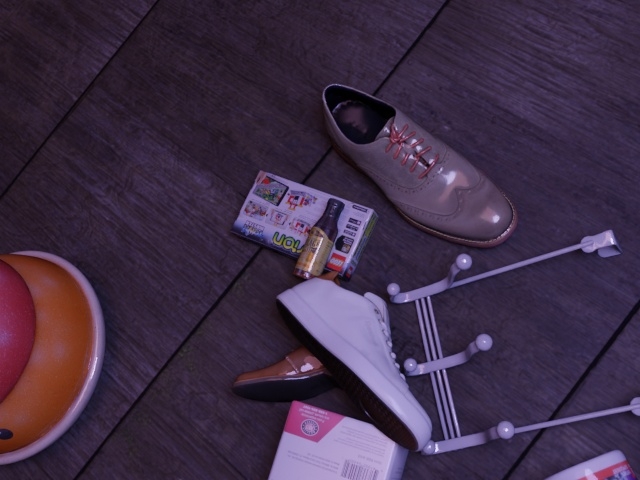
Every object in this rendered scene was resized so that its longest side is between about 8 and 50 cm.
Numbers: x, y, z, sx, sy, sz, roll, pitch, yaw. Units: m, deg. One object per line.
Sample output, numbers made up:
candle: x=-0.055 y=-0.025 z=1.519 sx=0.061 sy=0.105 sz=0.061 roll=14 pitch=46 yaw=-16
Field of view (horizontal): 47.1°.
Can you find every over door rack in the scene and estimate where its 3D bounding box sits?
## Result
over door rack: x=0.259 y=0.129 z=0.950 sx=0.324 sy=0.108 sz=0.240 roll=-15 pitch=69 yaw=13

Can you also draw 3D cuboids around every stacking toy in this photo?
stacking toy: x=-0.569 y=0.125 z=1.026 sx=0.350 sy=0.480 sz=0.351 roll=-6 pitch=70 yaw=17

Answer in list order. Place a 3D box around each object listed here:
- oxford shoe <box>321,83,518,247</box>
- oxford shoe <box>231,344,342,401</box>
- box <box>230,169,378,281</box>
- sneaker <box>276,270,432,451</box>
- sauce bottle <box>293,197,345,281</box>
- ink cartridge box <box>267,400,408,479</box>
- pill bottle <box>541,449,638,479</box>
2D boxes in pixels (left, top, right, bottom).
oxford shoe: x=0.126 y=-0.110 z=1.061 sx=0.348 sy=0.130 sz=0.123 roll=35 pitch=86 yaw=25
oxford shoe: x=-0.025 y=0.181 z=1.055 sx=0.212 sy=0.076 sz=0.076 roll=-13 pitch=55 yaw=5
box: x=-0.027 y=-0.026 z=1.138 sx=0.207 sy=0.036 sz=0.114 roll=22 pitch=80 yaw=24
sneaker: x=0.066 y=0.137 z=0.957 sx=0.123 sy=0.106 sz=0.290 roll=-30 pitch=53 yaw=-19
sauce bottle: x=0.000 y=0.000 z=1.076 sx=0.042 sy=0.042 sz=0.128 roll=16 pitch=77 yaw=23
ink cartridge box: x=0.013 y=0.343 z=0.970 sx=0.158 sy=0.092 sz=0.218 roll=13 pitch=75 yaw=22
pill bottle: x=0.343 y=0.351 z=0.844 sx=0.108 sy=0.108 sz=0.194 roll=-27 pitch=66 yaw=9
